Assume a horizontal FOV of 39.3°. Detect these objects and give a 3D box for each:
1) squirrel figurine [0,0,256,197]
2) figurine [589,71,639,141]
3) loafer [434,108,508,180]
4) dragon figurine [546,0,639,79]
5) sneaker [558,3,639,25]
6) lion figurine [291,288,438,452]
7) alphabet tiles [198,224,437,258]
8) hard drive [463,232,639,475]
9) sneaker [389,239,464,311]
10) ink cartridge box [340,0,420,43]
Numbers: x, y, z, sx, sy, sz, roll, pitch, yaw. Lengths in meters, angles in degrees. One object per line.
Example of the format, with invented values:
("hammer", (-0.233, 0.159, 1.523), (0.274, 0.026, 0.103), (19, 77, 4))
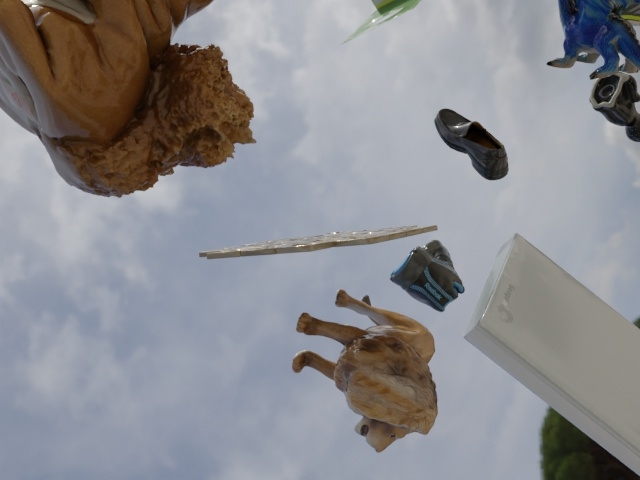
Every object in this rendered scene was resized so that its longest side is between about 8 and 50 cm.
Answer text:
("squirrel figurine", (-0.261, -0.274, 1.268), (0.370, 0.281, 0.397), (-43, -66, -24))
("figurine", (0.688, -0.259, 1.814), (0.209, 0.214, 0.092), (32, -108, -42))
("loafer", (0.247, -0.171, 1.455), (0.062, 0.170, 0.061), (-27, -38, -22))
("dragon figurine", (0.371, -0.289, 1.160), (0.085, 0.289, 0.144), (-11, -64, -22))
("sneaker", (0.535, -0.428, 1.503), (0.300, 0.121, 0.111), (-25, -107, -36))
("lion figurine", (0.104, 0.176, 1.409), (0.392, 0.240, 0.142), (-35, -42, -63))
("alphabet tiles", (0.000, 0.000, 1.338), (0.342, 0.285, 0.011), (-11, -84, -60))
("hard drive", (0.318, 0.142, 1.037), (0.307, 0.040, 0.203), (38, -142, -1))
("sneaker", (0.247, 0.089, 1.994), (0.139, 0.125, 0.341), (43, -165, 8))
("ink cartridge box", (0.135, -0.415, 1.432), (0.235, 0.171, 0.056), (-45, -70, -36))
